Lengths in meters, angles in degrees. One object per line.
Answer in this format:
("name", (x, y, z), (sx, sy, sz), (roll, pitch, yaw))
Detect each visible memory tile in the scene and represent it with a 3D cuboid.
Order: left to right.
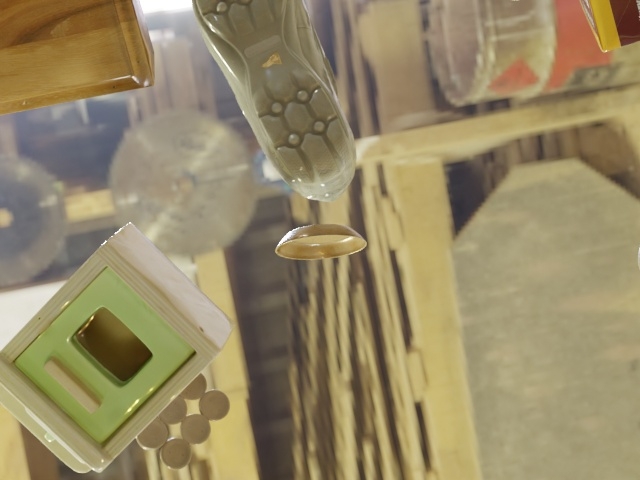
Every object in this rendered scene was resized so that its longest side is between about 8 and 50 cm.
("memory tile", (-0.189, 0.187, 1.546), (0.148, 0.113, 0.012), (39, 160, -4))

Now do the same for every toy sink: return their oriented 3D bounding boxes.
("toy sink", (-0.222, 0.123, 1.290), (0.153, 0.234, 0.131), (45, -170, -5))

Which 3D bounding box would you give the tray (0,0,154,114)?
("tray", (-0.375, -0.201, 1.195), (0.076, 0.411, 0.202), (-102, 0, -53))

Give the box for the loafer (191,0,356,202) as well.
("loafer", (-0.051, -0.181, 1.317), (0.111, 0.112, 0.319), (73, 177, -70))

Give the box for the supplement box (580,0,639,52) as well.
("supplement box", (0.354, -0.333, 1.379), (0.129, 0.194, 0.191), (-93, -18, -55))

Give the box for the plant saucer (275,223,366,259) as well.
("plant saucer", (0.000, 0.000, 1.199), (0.083, 0.083, 0.015), (119, 147, -72))

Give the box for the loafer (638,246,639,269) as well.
("loafer", (0.375, -0.035, 1.102), (0.268, 0.102, 0.092), (-53, 7, 28))
